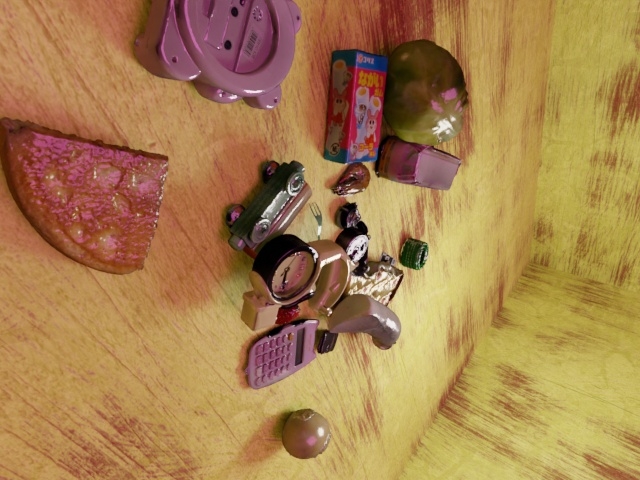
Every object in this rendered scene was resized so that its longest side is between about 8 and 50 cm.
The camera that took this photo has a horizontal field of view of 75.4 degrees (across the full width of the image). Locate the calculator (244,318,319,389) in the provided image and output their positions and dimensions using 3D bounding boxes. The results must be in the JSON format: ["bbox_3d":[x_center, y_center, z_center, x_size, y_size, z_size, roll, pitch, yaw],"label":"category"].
[{"bbox_3d":[-0.123,0.356,1.318,0.294,0.043,0.195,-13,117,-43],"label":"calculator"}]

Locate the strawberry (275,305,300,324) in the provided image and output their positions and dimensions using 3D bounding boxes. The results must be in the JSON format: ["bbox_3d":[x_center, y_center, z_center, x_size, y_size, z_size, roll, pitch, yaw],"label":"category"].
[{"bbox_3d":[-0.112,0.213,1.240,0.096,0.083,0.083,-35,140,8],"label":"strawberry"}]

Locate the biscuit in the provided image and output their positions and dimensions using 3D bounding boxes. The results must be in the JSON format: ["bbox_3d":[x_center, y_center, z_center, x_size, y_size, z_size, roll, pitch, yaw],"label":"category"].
[{"bbox_3d":[0.169,0.176,1.546,0.329,0.078,0.335,-49,135,-13],"label":"biscuit"}]

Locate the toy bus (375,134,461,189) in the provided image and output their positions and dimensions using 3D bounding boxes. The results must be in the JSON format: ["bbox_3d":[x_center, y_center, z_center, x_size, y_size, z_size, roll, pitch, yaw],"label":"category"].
[{"bbox_3d":[0.371,-0.282,1.530,0.386,0.162,0.171,-2,108,-49],"label":"toy bus"}]

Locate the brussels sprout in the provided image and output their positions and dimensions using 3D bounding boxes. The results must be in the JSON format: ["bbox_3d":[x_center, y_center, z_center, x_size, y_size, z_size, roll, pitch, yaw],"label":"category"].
[{"bbox_3d":[0.334,-0.460,1.303,0.343,0.268,0.345,13,72,-45],"label":"brussels sprout"}]

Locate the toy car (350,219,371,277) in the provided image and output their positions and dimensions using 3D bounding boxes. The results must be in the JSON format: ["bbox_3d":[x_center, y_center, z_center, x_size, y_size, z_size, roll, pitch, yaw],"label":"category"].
[{"bbox_3d":[0.126,0.027,1.426,0.095,0.056,0.205,27,59,-40],"label":"toy car"}]

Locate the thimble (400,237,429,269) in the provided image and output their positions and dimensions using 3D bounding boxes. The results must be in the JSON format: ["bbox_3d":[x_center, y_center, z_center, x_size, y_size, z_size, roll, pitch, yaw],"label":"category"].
[{"bbox_3d":[0.406,0.057,1.777,0.118,0.090,0.130,-32,129,-42],"label":"thimble"}]

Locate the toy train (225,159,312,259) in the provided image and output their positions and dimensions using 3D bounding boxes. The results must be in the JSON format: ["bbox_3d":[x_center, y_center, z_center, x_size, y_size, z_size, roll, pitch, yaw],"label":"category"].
[{"bbox_3d":[-0.126,-0.074,1.080,0.286,0.116,0.177,-56,152,-18],"label":"toy train"}]

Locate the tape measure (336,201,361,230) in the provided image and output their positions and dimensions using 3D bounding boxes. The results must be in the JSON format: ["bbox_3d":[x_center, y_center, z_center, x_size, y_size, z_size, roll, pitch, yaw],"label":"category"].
[{"bbox_3d":[0.095,-0.079,1.374,0.094,0.054,0.091,-47,136,-35],"label":"tape measure"}]

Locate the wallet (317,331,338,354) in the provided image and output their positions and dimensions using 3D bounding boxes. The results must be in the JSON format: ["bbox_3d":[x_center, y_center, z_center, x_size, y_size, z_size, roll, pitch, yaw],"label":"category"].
[{"bbox_3d":[0.028,0.364,1.481,0.156,0.018,0.082,32,73,-67],"label":"wallet"}]

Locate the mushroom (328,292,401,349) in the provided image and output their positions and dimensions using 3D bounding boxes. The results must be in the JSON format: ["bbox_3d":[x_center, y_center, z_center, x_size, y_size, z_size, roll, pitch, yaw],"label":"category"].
[{"bbox_3d":[0.202,0.310,1.516,0.177,0.126,0.397,-35,139,20],"label":"mushroom"}]

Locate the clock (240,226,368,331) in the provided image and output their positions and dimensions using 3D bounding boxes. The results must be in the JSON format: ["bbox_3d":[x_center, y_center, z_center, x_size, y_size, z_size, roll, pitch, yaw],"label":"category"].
[{"bbox_3d":[-0.033,0.100,1.140,0.378,0.120,0.277,-4,120,-43],"label":"clock"}]

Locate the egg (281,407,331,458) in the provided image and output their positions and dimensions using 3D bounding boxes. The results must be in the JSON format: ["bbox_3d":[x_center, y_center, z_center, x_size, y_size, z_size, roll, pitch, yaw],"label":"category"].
[{"bbox_3d":[-0.049,0.673,1.448,0.201,0.164,0.165,25,86,-54],"label":"egg"}]

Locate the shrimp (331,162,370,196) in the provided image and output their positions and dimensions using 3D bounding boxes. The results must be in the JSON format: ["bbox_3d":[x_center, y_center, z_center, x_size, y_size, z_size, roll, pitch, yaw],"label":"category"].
[{"bbox_3d":[0.098,-0.192,1.344,0.190,0.042,0.101,-33,108,-37],"label":"shrimp"}]

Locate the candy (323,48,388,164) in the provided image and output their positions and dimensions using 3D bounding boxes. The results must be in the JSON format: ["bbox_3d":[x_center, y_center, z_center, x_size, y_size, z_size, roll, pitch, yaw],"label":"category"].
[{"bbox_3d":[0.103,-0.386,1.216,0.157,0.100,0.306,-16,118,-45],"label":"candy"}]

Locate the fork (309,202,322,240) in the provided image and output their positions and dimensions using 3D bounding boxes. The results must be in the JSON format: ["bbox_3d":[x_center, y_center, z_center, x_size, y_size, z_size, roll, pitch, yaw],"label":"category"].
[{"bbox_3d":[0.001,0.000,1.260,0.039,0.021,0.236,-14,96,-43],"label":"fork"}]

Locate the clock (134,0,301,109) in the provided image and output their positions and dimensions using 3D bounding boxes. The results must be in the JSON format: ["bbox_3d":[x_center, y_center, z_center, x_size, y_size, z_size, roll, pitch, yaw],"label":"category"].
[{"bbox_3d":[-0.185,-0.431,0.841,0.322,0.113,0.296,9,98,-53],"label":"clock"}]

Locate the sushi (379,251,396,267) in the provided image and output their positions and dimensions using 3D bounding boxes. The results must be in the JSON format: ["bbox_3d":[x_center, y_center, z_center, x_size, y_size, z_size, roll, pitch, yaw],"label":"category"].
[{"bbox_3d":[0.258,0.158,1.691,0.139,0.031,0.201,28,84,-52],"label":"sushi"}]

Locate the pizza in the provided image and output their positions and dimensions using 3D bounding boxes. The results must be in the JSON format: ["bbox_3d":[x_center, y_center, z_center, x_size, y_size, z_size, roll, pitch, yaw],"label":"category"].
[{"bbox_3d":[-0.426,-0.059,0.735,0.268,0.087,0.258,7,105,-50],"label":"pizza"}]
